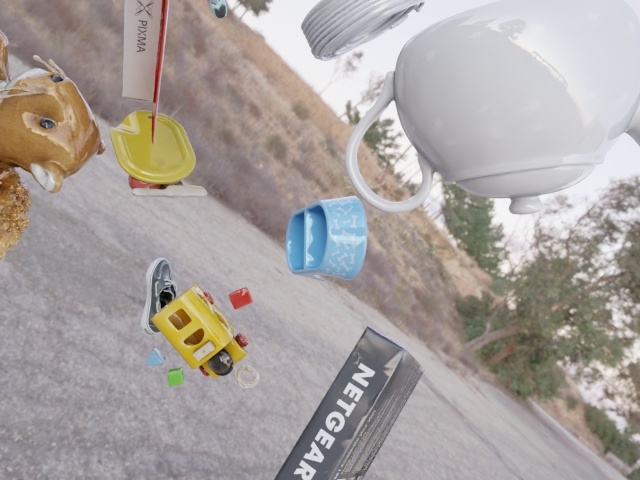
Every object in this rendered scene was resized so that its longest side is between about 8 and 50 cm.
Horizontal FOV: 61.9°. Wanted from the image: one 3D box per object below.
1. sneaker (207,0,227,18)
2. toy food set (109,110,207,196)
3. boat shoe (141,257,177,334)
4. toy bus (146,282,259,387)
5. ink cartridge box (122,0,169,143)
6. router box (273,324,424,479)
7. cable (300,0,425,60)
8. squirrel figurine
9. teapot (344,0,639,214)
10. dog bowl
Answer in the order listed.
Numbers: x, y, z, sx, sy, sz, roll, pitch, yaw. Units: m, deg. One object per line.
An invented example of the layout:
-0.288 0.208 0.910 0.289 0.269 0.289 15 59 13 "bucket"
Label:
-0.223 -0.519 1.118 0.069 0.038 0.098 -130 -143 -53 "sneaker"
-0.286 -0.128 0.919 0.217 0.128 0.071 63 -33 31 "toy food set"
-0.405 0.137 1.383 0.078 0.070 0.219 41 36 -47 "boat shoe"
-0.201 0.175 0.933 0.203 0.190 0.104 6 3 -6 "toy bus"
-0.269 -0.327 0.813 0.060 0.275 0.238 5 48 -19 "ink cartridge box"
0.030 0.179 0.509 0.046 0.178 0.133 28 -11 26 "router box"
0.087 -0.430 0.988 0.089 0.257 0.257 60 -3 -10 "cable"
-0.556 -0.151 0.866 0.371 0.396 0.281 15 25 -9 "squirrel figurine"
0.193 -0.118 0.545 0.253 0.186 0.256 -7 4 -32 "teapot"
0.000 0.000 1.098 0.074 0.165 0.297 3 -6 -20 "dog bowl"
